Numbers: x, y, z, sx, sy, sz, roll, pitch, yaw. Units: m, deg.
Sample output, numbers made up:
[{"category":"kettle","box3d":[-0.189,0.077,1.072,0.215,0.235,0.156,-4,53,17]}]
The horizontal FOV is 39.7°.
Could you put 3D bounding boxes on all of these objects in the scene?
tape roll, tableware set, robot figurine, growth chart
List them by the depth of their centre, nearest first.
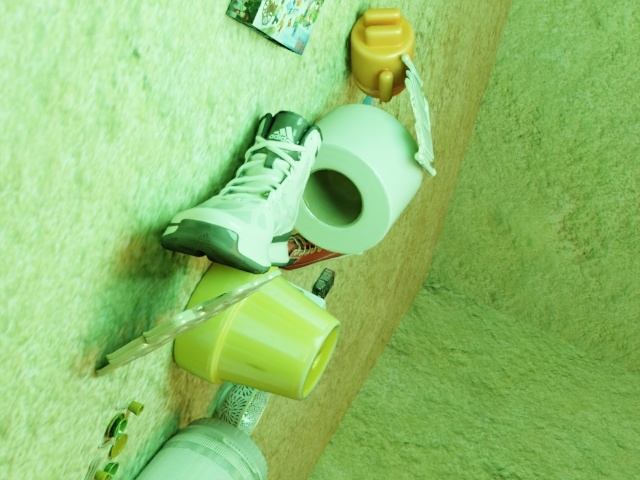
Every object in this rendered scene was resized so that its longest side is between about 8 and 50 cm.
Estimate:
[{"category":"tableware set","box3d":[-0.341,0.344,1.499,0.154,0.024,0.104,-66,167,2]},{"category":"growth chart","box3d":[0.190,-0.238,1.697,0.172,0.021,0.237,41,40,-65]},{"category":"tape roll","box3d":[0.056,-0.120,1.710,0.169,0.246,0.246,-51,161,-46]},{"category":"robot figurine","box3d":[0.124,-0.372,1.773,0.128,0.158,0.219,-38,158,-15]}]

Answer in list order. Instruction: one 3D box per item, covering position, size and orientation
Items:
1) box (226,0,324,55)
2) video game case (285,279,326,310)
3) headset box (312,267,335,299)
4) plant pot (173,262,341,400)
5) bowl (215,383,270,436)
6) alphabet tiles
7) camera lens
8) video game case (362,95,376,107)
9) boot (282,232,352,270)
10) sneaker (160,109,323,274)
[{"category":"box","box3d":[-0.049,-0.373,1.302,0.159,0.044,0.233,-67,166,8]},{"category":"video game case","box3d":[-0.064,0.125,1.832,0.022,0.173,0.190,-58,165,-20]},{"category":"headset box","box3d":[0.010,0.119,2.393,0.083,0.032,0.062,-57,165,-33]},{"category":"plant pot","box3d":[-0.103,0.173,1.638,0.254,0.239,0.254,-58,166,-25]},{"category":"bowl","box3d":[-0.186,0.377,2.014,0.170,0.080,0.170,-59,165,-26]},{"category":"alphabet tiles","box3d":[-0.198,0.120,1.343,0.278,0.021,0.284,-32,177,21]},{"category":"camera lens","box3d":[-0.250,0.501,1.694,0.274,0.219,0.219,-49,159,-49]},{"category":"video game case","box3d":[0.101,-0.265,2.105,0.119,0.015,0.166,-62,166,-12]},{"category":"boot","box3d":[0.000,0.000,1.818,0.244,0.088,0.176,-23,171,13]},{"category":"sneaker","box3d":[-0.115,-0.092,1.386,0.447,0.169,0.257,-9,114,-83]}]
